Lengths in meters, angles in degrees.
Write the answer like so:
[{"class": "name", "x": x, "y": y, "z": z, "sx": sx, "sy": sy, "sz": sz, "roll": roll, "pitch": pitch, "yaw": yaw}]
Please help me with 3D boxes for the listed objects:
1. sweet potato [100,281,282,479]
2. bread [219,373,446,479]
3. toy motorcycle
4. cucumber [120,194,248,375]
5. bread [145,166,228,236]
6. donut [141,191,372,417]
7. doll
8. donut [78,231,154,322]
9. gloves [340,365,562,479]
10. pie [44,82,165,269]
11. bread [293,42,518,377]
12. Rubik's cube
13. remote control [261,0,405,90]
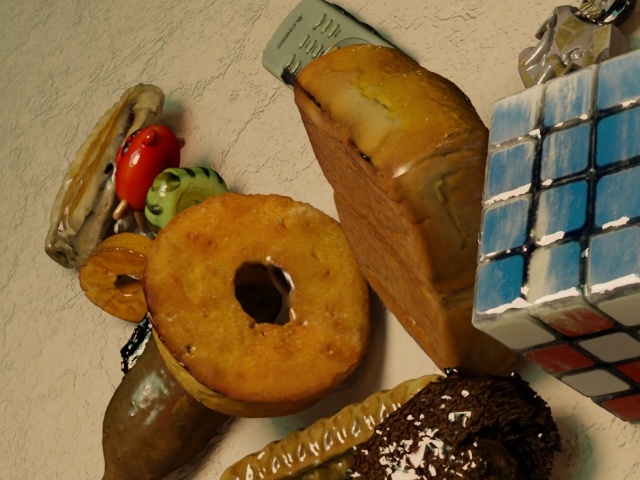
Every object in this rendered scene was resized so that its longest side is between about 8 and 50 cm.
[{"class": "sweet potato", "x": -0.183, "y": 0.189, "z": 1.792, "sx": 0.369, "sy": 0.158, "sz": 0.158, "roll": -60, "pitch": 37, "yaw": 9}, {"class": "bread", "x": 0.018, "y": 0.245, "z": 1.574, "sx": 0.368, "sy": 0.084, "sz": 0.077, "roll": -30, "pitch": 13, "yaw": 34}, {"class": "toy motorcycle", "x": 0.287, "y": -0.201, "z": 1.596, "sx": 0.152, "sy": 0.073, "sz": 0.225, "roll": -7, "pitch": 58, "yaw": 47}, {"class": "cucumber", "x": -0.179, "y": 0.067, "z": 1.923, "sx": 0.303, "sy": 0.072, "sz": 0.081, "roll": -56, "pitch": -7, "yaw": -2}, {"class": "bread", "x": -0.191, "y": -0.046, "z": 1.958, "sx": 0.071, "sy": 0.139, "sz": 0.130, "roll": 24, "pitch": 105, "yaw": 46}, {"class": "donut", "x": -0.077, "y": 0.086, "z": 1.663, "sx": 0.110, "sy": 0.303, "sz": 0.302, "roll": 108, "pitch": 165, "yaw": -52}, {"class": "doll", "x": -0.254, "y": -0.087, "z": 2.011, "sx": 0.085, "sy": 0.217, "sz": 0.183, "roll": 20, "pitch": 65, "yaw": 13}, {"class": "donut", "x": -0.274, "y": 0.050, "z": 1.993, "sx": 0.152, "sy": 0.152, "sz": 0.058, "roll": -23, "pitch": 31, "yaw": 36}, {"class": "gloves", "x": 0.112, "y": 0.262, "z": 1.371, "sx": 0.210, "sy": 0.135, "sz": 0.312, "roll": 18, "pitch": 80, "yaw": 49}, {"class": "pie", "x": -0.345, "y": -0.102, "z": 2.181, "sx": 0.339, "sy": 0.077, "sz": 0.339, "roll": -53, "pitch": 21, "yaw": 30}, {"class": "bread", "x": 0.117, "y": -0.036, "z": 1.500, "sx": 0.148, "sy": 0.328, "sz": 0.337, "roll": -27, "pitch": 32, "yaw": -8}, {"class": "Rubik's cube", "x": 0.320, "y": -0.006, "z": 1.276, "sx": 0.256, "sy": 0.253, "sz": 0.259, "roll": -19, "pitch": 53, "yaw": 40}, {"class": "remote control", "x": 0.017, "y": -0.255, "z": 1.947, "sx": 0.140, "sy": 0.056, "sz": 0.296, "roll": -52, "pitch": 38, "yaw": 5}]
